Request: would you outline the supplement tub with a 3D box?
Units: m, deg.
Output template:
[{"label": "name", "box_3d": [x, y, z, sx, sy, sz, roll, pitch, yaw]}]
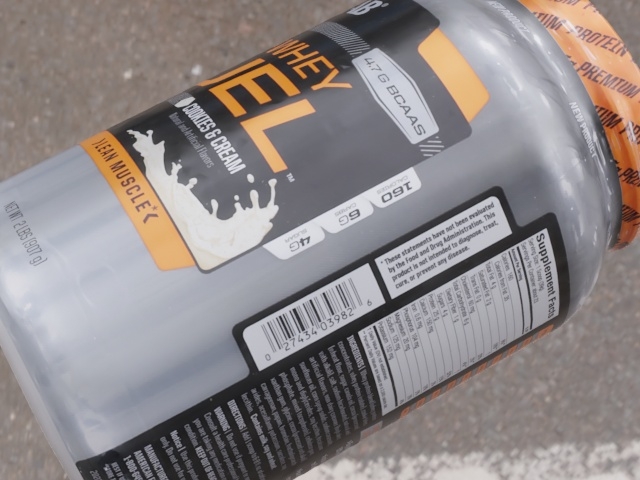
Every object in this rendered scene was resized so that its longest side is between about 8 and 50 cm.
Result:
[{"label": "supplement tub", "box_3d": [0.000, 0.000, 0.637, 0.316, 0.193, 0.193, -28, 64, -12]}]
